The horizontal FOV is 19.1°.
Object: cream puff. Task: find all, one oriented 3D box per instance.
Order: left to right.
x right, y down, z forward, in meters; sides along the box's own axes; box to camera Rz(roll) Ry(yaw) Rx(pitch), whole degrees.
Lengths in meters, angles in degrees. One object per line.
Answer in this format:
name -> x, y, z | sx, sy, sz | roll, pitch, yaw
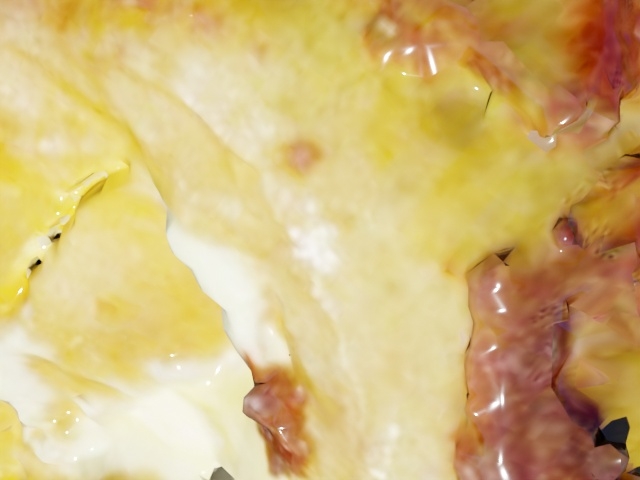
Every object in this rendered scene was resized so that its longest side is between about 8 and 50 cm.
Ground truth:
cream puff -> 0.003, 0.004, 0.631 | 0.229, 0.350, 0.350 | -33, 110, -51
